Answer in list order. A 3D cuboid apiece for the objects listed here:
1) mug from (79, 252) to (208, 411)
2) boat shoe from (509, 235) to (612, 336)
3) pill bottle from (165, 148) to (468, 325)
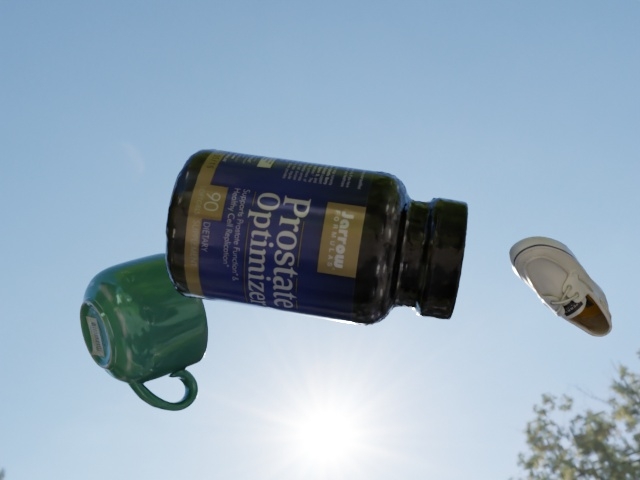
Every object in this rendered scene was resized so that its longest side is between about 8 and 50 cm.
[{"bbox_3d":[-0.188,0.096,0.745,0.097,0.158,0.130,-16,-36,-38],"label":"mug"},{"bbox_3d":[0.162,0.034,0.465,0.035,0.035,0.100,-36,-55,25],"label":"boat shoe"},{"bbox_3d":[0.000,0.000,0.558,0.219,0.123,0.123,8,-46,7],"label":"pill bottle"}]
